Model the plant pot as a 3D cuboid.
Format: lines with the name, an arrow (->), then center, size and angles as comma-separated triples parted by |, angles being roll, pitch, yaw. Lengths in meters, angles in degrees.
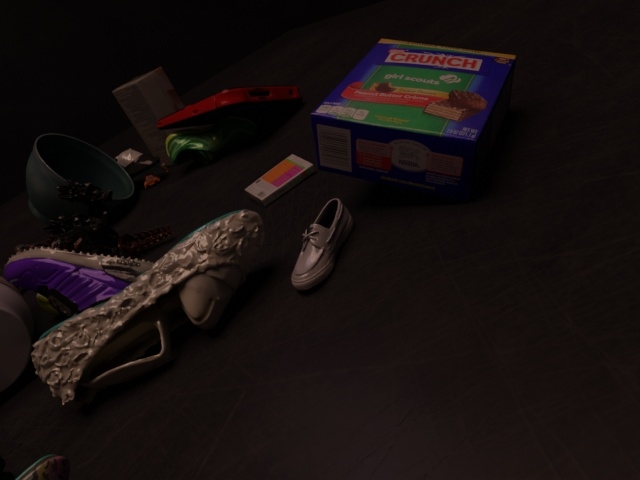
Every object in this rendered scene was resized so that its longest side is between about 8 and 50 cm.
plant pot -> -0.748, -0.151, 1.454 | 0.196, 0.293, 0.293 | -49, 24, 17

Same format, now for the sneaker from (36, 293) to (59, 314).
sneaker -> -0.479, 0.084, 1.006 | 0.240, 0.091, 0.126 | -8, 30, 27

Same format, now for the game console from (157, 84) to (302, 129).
game console -> -0.278, -0.421, 1.560 | 0.342, 0.060, 0.386 | -11, 9, 35

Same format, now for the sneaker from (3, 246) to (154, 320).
sneaker -> -0.424, 0.100, 0.841 | 0.293, 0.102, 0.146 | 4, 67, 5

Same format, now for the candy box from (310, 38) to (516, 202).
candy box -> 0.174, -0.228, 0.847 | 0.268, 0.122, 0.317 | 15, 46, 21

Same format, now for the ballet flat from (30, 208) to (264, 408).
ballet flat -> -0.237, 0.115, 0.750 | 0.409, 0.147, 0.147 | -35, 30, -7

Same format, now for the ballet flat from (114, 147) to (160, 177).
ballet flat -> -0.646, -0.246, 1.619 | 0.280, 0.096, 0.095 | -17, 26, 40

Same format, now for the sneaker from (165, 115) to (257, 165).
sneaker -> -0.335, -0.300, 1.515 | 0.295, 0.109, 0.123 | -15, 66, 4

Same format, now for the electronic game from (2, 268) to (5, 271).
electronic game -> -0.859, 0.113, 1.318 | 0.229, 0.048, 0.229 | -25, 21, 11

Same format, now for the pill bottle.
pill bottle -> -0.683, 0.160, 0.931 | 0.210, 0.210, 0.363 | -43, 33, -26

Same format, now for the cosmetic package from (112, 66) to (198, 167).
cosmetic package -> -0.543, -0.414, 1.648 | 0.153, 0.296, 0.129 | -4, 36, 33

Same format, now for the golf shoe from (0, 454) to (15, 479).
golf shoe -> -0.462, 0.338, 0.562 | 0.094, 0.077, 0.198 | -15, 6, 11

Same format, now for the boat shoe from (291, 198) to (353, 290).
boat shoe -> 0.000, 0.000, 0.766 | 0.066, 0.063, 0.184 | -1, 38, 39

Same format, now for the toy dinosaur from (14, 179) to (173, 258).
toy dinosaur -> -0.514, -0.009, 1.092 | 0.322, 0.218, 0.164 | -24, 52, -22

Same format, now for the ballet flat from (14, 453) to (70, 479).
ballet flat -> -0.347, 0.342, 0.512 | 0.079, 0.077, 0.221 | 26, 62, 34

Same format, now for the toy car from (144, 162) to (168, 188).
toy car -> -0.552, -0.219, 1.603 | 0.060, 0.040, 0.122 | -20, 30, 14

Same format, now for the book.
book -> -0.092, -0.137, 1.098 | 0.144, 0.035, 0.096 | -36, 33, -15
